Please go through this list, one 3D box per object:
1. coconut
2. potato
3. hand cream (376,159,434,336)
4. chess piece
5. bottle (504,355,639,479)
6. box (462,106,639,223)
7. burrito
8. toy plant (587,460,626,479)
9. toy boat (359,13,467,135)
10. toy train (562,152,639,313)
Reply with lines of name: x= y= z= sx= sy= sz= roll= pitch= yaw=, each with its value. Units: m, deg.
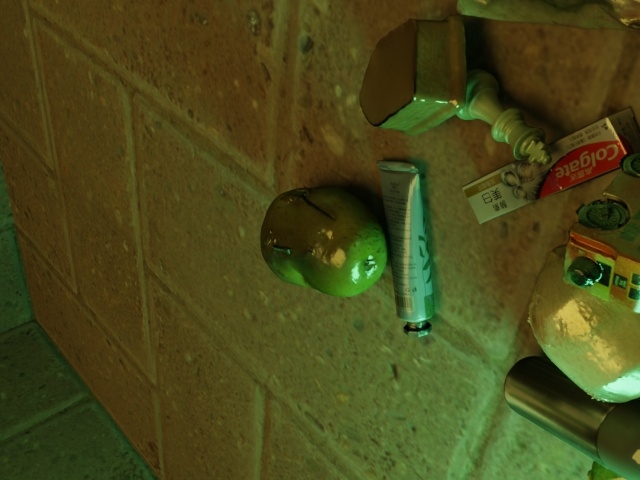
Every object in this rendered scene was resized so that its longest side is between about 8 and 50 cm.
coconut: x=0.291 y=0.072 z=0.722 sx=0.162 sy=0.161 sz=0.161 roll=56 pitch=145 yaw=17
potato: x=0.000 y=0.000 z=1.066 sx=0.248 sy=0.143 sz=0.169 roll=20 pitch=134 yaw=53
hand cream: x=0.121 y=0.013 z=1.001 sx=0.088 sy=0.055 sz=0.256 roll=20 pitch=124 yaw=59
chess piece: x=0.199 y=-0.126 z=0.770 sx=0.059 sy=0.059 sz=0.149 roll=100 pitch=150 yaw=-41
bottle: x=0.306 y=0.191 z=0.792 sx=0.079 sy=0.096 sz=0.253 roll=52 pitch=171 yaw=-16
box: x=0.249 y=-0.076 z=0.785 sx=0.218 sy=0.039 sz=0.055 roll=-26 pitch=89 yaw=56
burrito: x=0.244 y=-0.246 z=0.663 sx=0.309 sy=0.066 sz=0.096 roll=23 pitch=131 yaw=48
toy plant: x=0.369 y=0.263 z=0.795 sx=0.093 sy=0.092 sz=0.162 roll=59 pitch=145 yaw=7
toy boat: x=0.101 y=-0.188 z=0.844 sx=0.188 sy=0.061 sz=0.116 roll=165 pitch=106 yaw=-71
toy train: x=0.294 y=-0.013 z=0.640 sx=0.099 sy=0.188 sz=0.072 roll=29 pitch=147 yaw=32
